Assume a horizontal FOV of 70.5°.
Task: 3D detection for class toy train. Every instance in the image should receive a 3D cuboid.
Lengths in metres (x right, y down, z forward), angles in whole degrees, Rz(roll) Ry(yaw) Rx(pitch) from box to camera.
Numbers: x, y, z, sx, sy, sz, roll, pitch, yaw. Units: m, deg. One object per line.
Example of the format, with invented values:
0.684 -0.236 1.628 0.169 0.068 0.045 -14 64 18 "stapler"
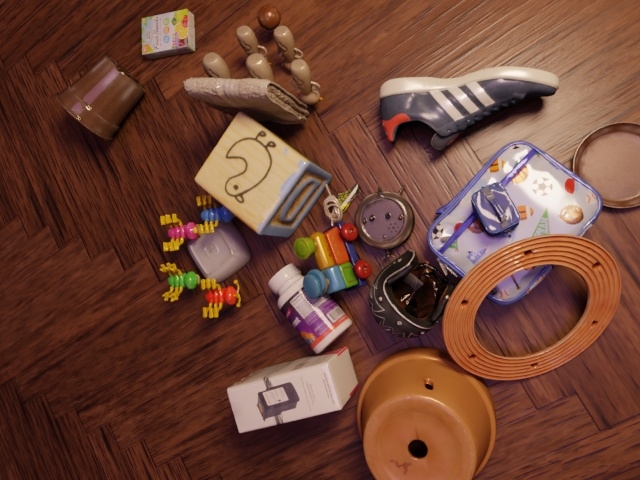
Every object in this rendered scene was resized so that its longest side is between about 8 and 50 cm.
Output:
0.000 0.000 0.987 0.105 0.143 0.248 -28 79 47 "toy train"

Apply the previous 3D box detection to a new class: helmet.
0.178 0.117 0.929 0.169 0.169 0.161 38 89 14 "helmet"

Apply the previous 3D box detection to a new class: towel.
-0.144 -0.295 0.982 0.187 0.282 0.049 6 95 16 "towel"

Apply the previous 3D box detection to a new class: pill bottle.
-0.029 0.148 1.024 0.108 0.108 0.193 -44 77 11 "pill bottle"

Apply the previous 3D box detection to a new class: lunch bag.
0.368 -0.032 0.910 0.243 0.115 0.303 44 99 16 "lunch bag"
0.323 -0.053 0.835 0.067 0.065 0.098 -29 73 17 "lunch bag"

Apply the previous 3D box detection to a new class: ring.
0.390 0.131 0.851 0.337 0.032 0.336 -3 119 -6 "ring"

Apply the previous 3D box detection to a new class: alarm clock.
0.144 -0.025 1.004 0.129 0.064 0.192 -7 89 16 "alarm clock"

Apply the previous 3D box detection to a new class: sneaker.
0.057 -0.101 1.045 0.035 0.031 0.083 39 99 15 "sneaker"
0.297 -0.263 0.938 0.350 0.131 0.148 1 95 22 "sneaker"

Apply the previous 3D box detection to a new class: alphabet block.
-0.121 -0.139 1.018 0.197 0.193 0.192 38 97 15 "alphabet block"

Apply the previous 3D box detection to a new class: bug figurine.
-0.280 0.036 1.068 0.216 0.072 0.279 -1 92 23 "bug figurine"

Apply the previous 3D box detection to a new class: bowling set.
-0.109 -0.428 1.068 0.287 0.154 0.199 14 74 18 "bowling set"

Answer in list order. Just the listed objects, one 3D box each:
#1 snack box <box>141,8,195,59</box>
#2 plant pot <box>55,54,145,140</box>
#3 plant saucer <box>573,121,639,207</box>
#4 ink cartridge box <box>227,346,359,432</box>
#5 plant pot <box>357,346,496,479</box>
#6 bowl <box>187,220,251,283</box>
-0.402 -0.542 1.195 0.141 0.037 0.100 -2 87 17 "snack box"
-0.561 -0.379 1.181 0.167 0.167 0.165 44 93 13 "plant pot"
0.586 -0.146 0.888 0.168 0.029 0.168 -1 88 16 "plant saucer"
-0.056 0.322 0.993 0.237 0.172 0.100 -19 83 16 "ink cartridge box"
0.203 0.376 0.899 0.291 0.203 0.290 -1 88 16 "plant pot"
-0.260 0.024 1.128 0.142 0.053 0.142 -36 77 12 "bowl"
